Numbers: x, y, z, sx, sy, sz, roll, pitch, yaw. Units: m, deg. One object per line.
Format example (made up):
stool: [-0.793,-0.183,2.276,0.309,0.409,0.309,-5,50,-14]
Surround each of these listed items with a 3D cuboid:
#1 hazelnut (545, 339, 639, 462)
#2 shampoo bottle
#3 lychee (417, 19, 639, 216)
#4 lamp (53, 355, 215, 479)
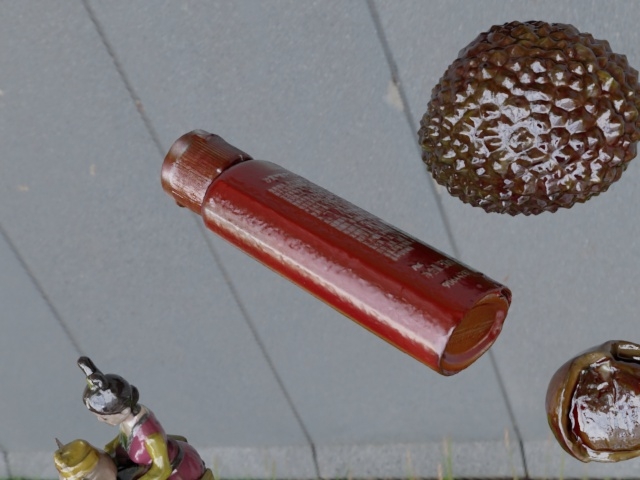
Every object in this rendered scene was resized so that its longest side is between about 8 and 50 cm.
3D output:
hazelnut: [0.422,0.236,1.250,0.170,0.201,0.160,63,156,12]
shampoo bottle: [0.000,0.001,0.708,0.314,0.118,0.076,29,114,27]
lychee: [0.195,-0.103,0.773,0.188,0.188,0.188,11,129,14]
lamp: [-0.154,0.209,0.741,0.118,0.118,0.253,-8,137,27]
